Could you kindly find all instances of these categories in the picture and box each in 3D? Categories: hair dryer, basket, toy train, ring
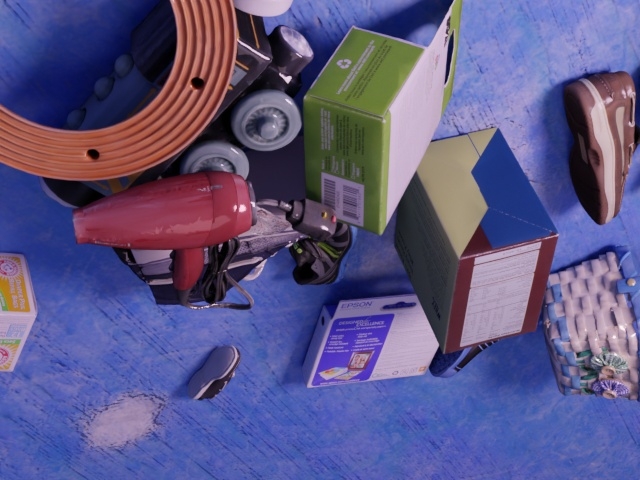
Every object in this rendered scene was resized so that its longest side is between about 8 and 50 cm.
[{"bbox_3d":[-0.139,0.012,1.372,0.293,0.080,0.223,21,127,-40],"label":"hair dryer"},{"bbox_3d":[0.490,0.131,1.945,0.289,0.201,0.255,-15,141,7],"label":"basket"},{"bbox_3d":[-0.163,-0.133,1.385,0.190,0.142,0.334,31,120,-32],"label":"toy train"},{"bbox_3d":[-0.249,-0.209,1.238,0.337,0.032,0.336,0,122,0],"label":"ring"}]

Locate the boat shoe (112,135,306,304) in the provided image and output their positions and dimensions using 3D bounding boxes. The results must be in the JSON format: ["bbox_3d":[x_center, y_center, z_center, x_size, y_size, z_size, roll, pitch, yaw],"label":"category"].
[{"bbox_3d":[-0.083,-0.020,1.572,0.341,0.127,0.158,-12,148,0],"label":"boat shoe"}]

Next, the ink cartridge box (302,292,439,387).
[{"bbox_3d":[0.091,0.133,1.882,0.206,0.045,0.208,-3,139,-22],"label":"ink cartridge box"}]

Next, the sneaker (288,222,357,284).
[{"bbox_3d":[0.000,0.000,1.663,0.078,0.067,0.188,-14,145,-20],"label":"sneaker"}]

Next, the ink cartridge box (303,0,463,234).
[{"bbox_3d":[0.076,-0.164,1.448,0.097,0.255,0.189,18,142,15],"label":"ink cartridge box"}]

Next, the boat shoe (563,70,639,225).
[{"bbox_3d":[0.392,-0.122,1.691,0.095,0.095,0.257,-26,142,-5],"label":"boat shoe"}]

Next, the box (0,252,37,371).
[{"bbox_3d":[-0.457,0.082,1.510,0.203,0.103,0.114,4,134,-30],"label":"box"}]

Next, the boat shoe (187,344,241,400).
[{"bbox_3d":[-0.147,0.194,1.838,0.038,0.046,0.125,12,133,-36],"label":"boat shoe"}]

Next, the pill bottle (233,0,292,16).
[{"bbox_3d":[-0.040,-0.316,1.239,0.108,0.108,0.180,0,138,-26],"label":"pill bottle"}]

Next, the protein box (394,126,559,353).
[{"bbox_3d":[0.197,0.001,1.651,0.136,0.200,0.201,-13,141,-12],"label":"protein box"}]

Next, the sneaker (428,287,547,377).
[{"bbox_3d":[0.255,0.132,1.931,0.090,0.081,0.232,15,128,-28],"label":"sneaker"}]
